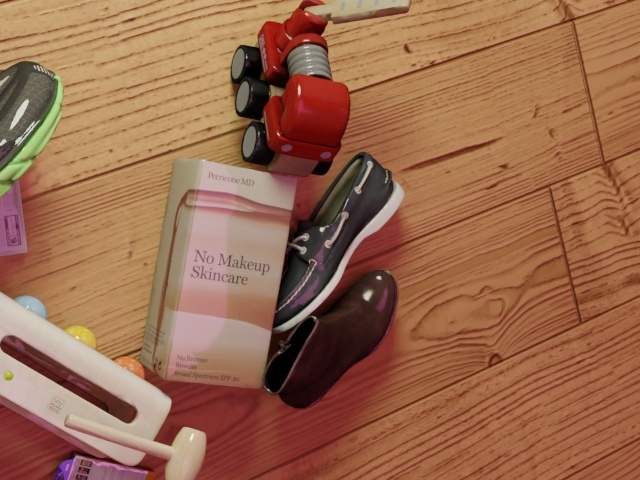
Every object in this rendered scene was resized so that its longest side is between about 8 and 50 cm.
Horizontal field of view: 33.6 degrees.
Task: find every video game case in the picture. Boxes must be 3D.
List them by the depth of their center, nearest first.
[{"bbox_3d":[-0.458,-0.052,1.360,0.143,0.019,0.157,-9,99,-24],"label":"video game case"}]

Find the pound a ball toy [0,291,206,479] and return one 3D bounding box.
[{"bbox_3d":[-0.299,0.182,1.353,0.319,0.208,0.135,36,69,-23],"label":"pound a ball toy"}]

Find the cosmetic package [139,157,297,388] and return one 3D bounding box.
[{"bbox_3d":[-0.141,0.044,1.460,0.153,0.129,0.296,8,91,-25],"label":"cosmetic package"}]

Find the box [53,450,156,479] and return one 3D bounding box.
[{"bbox_3d":[-0.305,0.342,1.467,0.136,0.028,0.081,20,86,-23],"label":"box"}]

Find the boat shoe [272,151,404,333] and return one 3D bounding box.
[{"bbox_3d":[0.000,0.000,1.540,0.091,0.114,0.302,48,63,-22],"label":"boat shoe"}]

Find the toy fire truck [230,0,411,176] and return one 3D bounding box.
[{"bbox_3d":[0.005,-0.230,1.411,0.159,0.246,0.217,9,53,-26],"label":"toy fire truck"}]

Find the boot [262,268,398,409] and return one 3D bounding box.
[{"bbox_3d":[0.021,0.131,1.508,0.090,0.207,0.248,33,84,18],"label":"boot"}]

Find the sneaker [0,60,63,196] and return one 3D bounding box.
[{"bbox_3d":[-0.520,-0.100,1.205,0.483,0.185,0.202,-26,120,-17],"label":"sneaker"}]
